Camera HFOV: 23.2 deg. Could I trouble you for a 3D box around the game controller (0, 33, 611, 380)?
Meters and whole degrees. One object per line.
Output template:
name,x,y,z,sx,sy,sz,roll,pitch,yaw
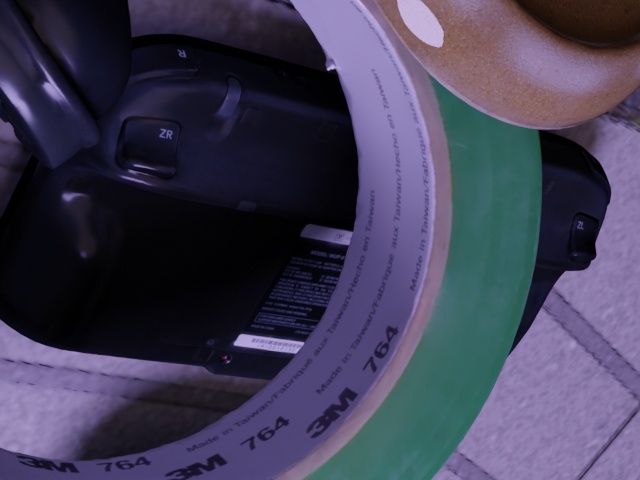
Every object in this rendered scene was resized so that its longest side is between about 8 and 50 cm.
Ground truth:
game controller,0.000,0.000,0.756,0.319,0.067,0.166,11,131,-37

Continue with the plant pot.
plant pot,0.088,-0.162,0.601,0.236,0.032,0.236,5,83,-43

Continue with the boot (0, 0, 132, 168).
boot,-0.057,-0.169,0.469,0.207,0.246,0.094,-29,164,-7

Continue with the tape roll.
tape roll,-0.073,-0.012,0.593,0.321,0.077,0.321,-4,102,-22
